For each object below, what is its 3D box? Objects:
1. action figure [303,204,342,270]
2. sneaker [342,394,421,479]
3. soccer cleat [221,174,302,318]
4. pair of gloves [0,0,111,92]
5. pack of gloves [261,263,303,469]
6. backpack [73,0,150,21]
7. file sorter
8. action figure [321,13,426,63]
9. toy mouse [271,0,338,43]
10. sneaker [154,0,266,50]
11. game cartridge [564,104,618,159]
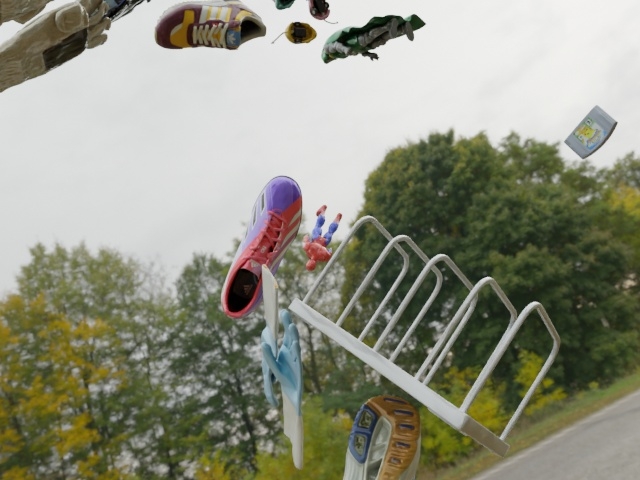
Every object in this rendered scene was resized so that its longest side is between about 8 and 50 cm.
[{"bbox_3d":[0.000,0.000,0.687,0.030,0.038,0.115,-53,9,30],"label":"action figure"},{"bbox_3d":[0.059,0.344,0.729,0.296,0.112,0.131,-55,-32,-36],"label":"sneaker"},{"bbox_3d":[-0.120,0.018,1.237,0.116,0.109,0.318,-99,32,-84],"label":"soccer cleat"},{"bbox_3d":[-0.284,-0.233,0.609,0.204,0.042,0.240,-48,7,-33],"label":"pair of gloves"},{"bbox_3d":[-0.074,0.179,0.863,0.046,0.195,0.232,-7,-66,-19],"label":"pack of gloves"},{"bbox_3d":[-0.374,-0.422,1.034,0.114,0.084,0.105,-23,19,25],"label":"backpack"},{"bbox_3d":[0.142,0.115,0.781,0.173,0.278,0.193,-55,-39,-6],"label":"file sorter"},{"bbox_3d":[0.079,-0.392,1.185,0.137,0.063,0.232,-3,3,-38],"label":"action figure"},{"bbox_3d":[-0.037,-0.433,1.091,0.161,0.143,0.031,-14,14,-34],"label":"toy mouse"},{"bbox_3d":[-0.173,-0.340,0.957,0.185,0.084,0.069,-31,-30,-32],"label":"sneaker"},{"bbox_3d":[0.468,-0.184,1.030,0.017,0.056,0.083,-10,-37,-44],"label":"game cartridge"}]
